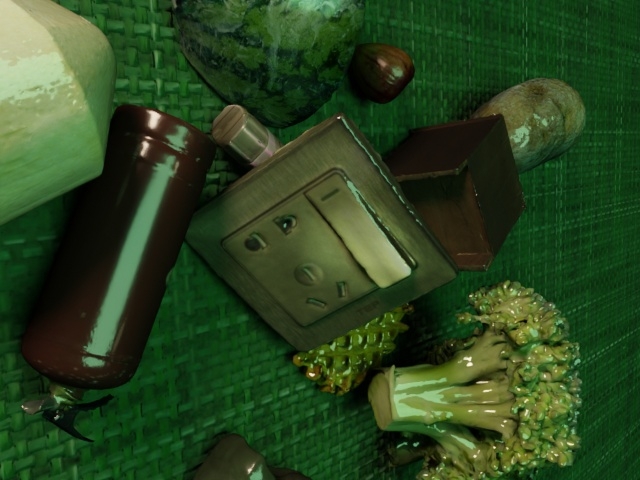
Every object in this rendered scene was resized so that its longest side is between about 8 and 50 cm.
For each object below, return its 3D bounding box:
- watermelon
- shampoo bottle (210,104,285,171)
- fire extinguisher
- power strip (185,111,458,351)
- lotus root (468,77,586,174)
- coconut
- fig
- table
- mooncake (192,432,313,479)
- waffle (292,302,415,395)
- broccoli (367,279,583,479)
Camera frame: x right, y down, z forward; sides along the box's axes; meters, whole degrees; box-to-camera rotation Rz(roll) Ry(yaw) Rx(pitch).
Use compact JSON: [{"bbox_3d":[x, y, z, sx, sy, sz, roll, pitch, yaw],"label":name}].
[{"bbox_3d":[-0.057,-0.286,0.688,0.224,0.180,0.305,-4,104,2],"label":"watermelon"},{"bbox_3d":[-0.042,-0.083,0.748,0.056,0.086,0.227,-47,127,5],"label":"shampoo bottle"},{"bbox_3d":[-0.211,0.040,0.589,0.135,0.114,0.337,45,61,-66],"label":"fire extinguisher"},{"bbox_3d":[0.002,-0.002,0.706,0.257,0.251,0.092,50,30,-22],"label":"power strip"},{"bbox_3d":[0.375,-0.206,1.065,0.350,0.175,0.175,-27,111,-35],"label":"lotus root"},{"bbox_3d":[-0.271,-0.117,0.458,0.222,0.202,0.202,-38,118,-32],"label":"coconut"},{"bbox_3d":[0.077,-0.266,0.854,0.125,0.089,0.089,38,67,-14],"label":"fig"},{"bbox_3d":[0.193,-0.072,0.894,0.193,0.173,0.169,-46,122,-42],"label":"table"},{"bbox_3d":[-0.082,0.335,0.741,0.175,0.104,0.168,5,85,-46],"label":"mooncake"},{"bbox_3d":[0.046,0.119,0.874,0.231,0.051,0.228,-52,128,-25],"label":"waffle"},{"bbox_3d":[0.243,0.258,0.900,0.338,0.318,0.277,72,2,-55],"label":"broccoli"}]
